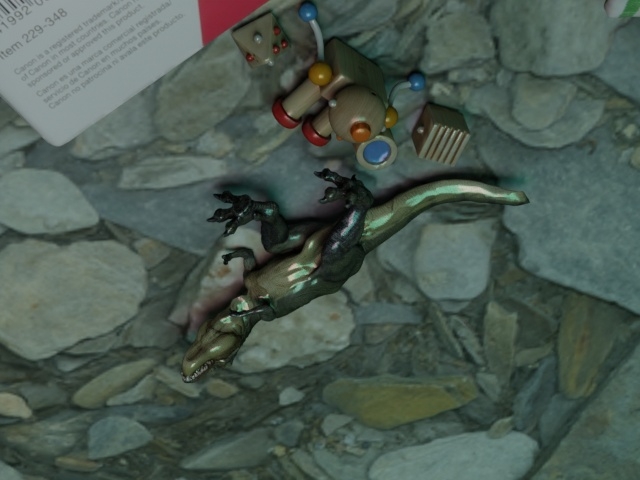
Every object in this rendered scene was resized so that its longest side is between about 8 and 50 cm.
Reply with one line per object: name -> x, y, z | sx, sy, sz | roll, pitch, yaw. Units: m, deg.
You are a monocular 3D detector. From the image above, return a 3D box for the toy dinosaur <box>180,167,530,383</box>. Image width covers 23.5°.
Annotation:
toy dinosaur -> 0.000, 0.000, 1.037 | 0.268, 0.064, 0.118 | -29, 142, 10

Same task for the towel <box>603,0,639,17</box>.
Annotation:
towel -> 0.325, -0.211, 0.861 | 0.325, 0.248, 0.038 | -17, 83, 2

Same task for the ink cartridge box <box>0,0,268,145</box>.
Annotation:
ink cartridge box -> -0.149, -0.232, 0.783 | 0.226, 0.131, 0.306 | -31, 125, 13

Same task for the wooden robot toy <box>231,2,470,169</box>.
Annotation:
wooden robot toy -> 0.020, -0.077, 0.970 | 0.173, 0.079, 0.076 | 29, 116, -28
